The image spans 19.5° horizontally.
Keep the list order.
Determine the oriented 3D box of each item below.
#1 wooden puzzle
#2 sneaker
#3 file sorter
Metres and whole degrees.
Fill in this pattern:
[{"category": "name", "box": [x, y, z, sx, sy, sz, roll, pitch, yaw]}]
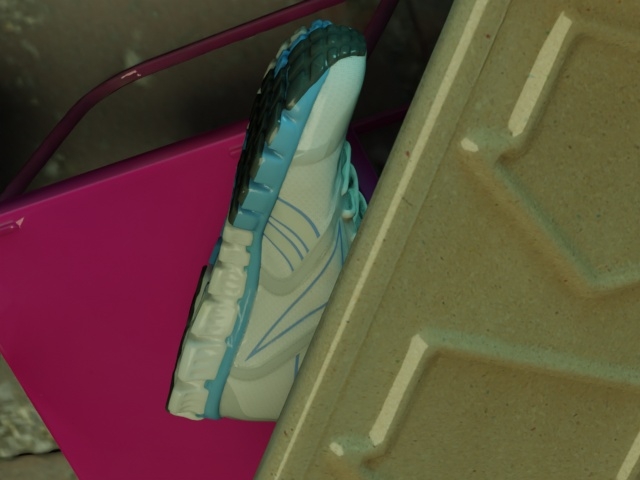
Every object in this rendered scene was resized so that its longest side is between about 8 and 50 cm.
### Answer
[{"category": "wooden puzzle", "box": [0.148, 0.033, 0.714, 0.322, 0.080, 0.348, 13, 119, -22]}, {"category": "sneaker", "box": [0.000, 0.000, 0.723, 0.083, 0.071, 0.191, 15, 129, -4]}, {"category": "file sorter", "box": [0.002, 0.049, 0.897, 0.202, 0.182, 0.291, -17, 114, 27]}]
